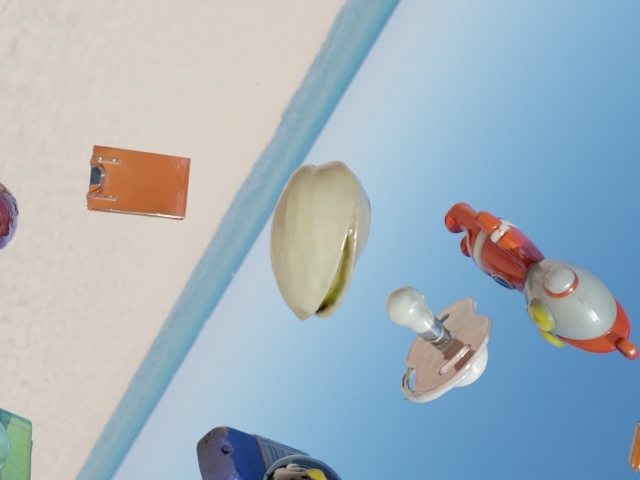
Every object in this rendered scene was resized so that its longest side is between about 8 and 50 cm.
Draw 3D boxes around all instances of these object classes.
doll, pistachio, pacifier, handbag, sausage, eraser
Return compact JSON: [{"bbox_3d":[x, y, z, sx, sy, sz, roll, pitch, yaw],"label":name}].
[{"bbox_3d":[0.309,0.061,0.827,0.105,0.200,0.336,-43,-137,-1],"label":"doll"},{"bbox_3d":[0.000,0.000,1.172,0.226,0.208,0.331,16,-86,54],"label":"pistachio"},{"bbox_3d":[0.276,0.226,1.337,0.332,0.221,0.272,-84,164,-79],"label":"pacifier"},{"bbox_3d":[-0.361,-0.113,1.142,0.063,0.190,0.127,170,-76,-69],"label":"handbag"},{"bbox_3d":[0.590,0.383,1.059,0.031,0.031,0.107,-72,162,-68],"label":"sausage"},{"bbox_3d":[-0.030,0.482,1.063,0.141,0.177,0.314,-61,172,-8],"label":"doll"},{"bbox_3d":[-0.121,0.527,1.278,0.101,0.332,0.155,-42,-137,12],"label":"eraser"}]

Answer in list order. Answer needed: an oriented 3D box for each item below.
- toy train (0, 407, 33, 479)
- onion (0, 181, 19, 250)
[{"bbox_3d":[-0.433,0.248,0.571,0.188,0.272,0.159,77,-3,-59],"label":"toy train"},{"bbox_3d":[-0.309,0.022,0.479,0.150,0.140,0.150,-27,-164,9],"label":"onion"}]
